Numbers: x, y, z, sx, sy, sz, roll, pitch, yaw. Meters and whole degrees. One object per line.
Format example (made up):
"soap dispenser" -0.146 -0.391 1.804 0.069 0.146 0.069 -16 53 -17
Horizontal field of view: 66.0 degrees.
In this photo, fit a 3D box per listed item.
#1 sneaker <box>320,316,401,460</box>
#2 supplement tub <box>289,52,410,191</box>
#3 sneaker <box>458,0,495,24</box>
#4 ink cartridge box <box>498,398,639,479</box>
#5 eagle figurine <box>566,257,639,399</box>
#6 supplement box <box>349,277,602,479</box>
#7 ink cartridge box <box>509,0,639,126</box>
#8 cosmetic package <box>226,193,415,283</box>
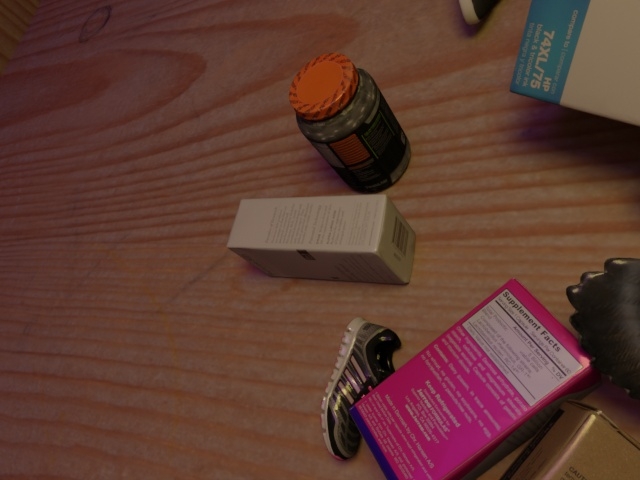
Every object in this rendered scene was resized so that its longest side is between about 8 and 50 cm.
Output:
"sneaker" 0.054 0.175 0.588 0.074 0.063 0.171 -1 61 37
"supplement tub" 0.043 -0.158 0.682 0.116 0.190 0.117 -13 60 24
"sneaker" 0.300 -0.453 0.730 0.146 0.104 0.296 7 66 38
"ink cartridge box" 0.235 0.275 0.371 0.234 0.088 0.193 41 89 17
"eagle figurine" 0.390 0.042 0.376 0.298 0.226 0.226 6 93 51
"supplement box" 0.158 0.160 0.504 0.220 0.111 0.114 -39 52 7
"ink cartridge box" 0.372 -0.218 0.468 0.198 0.197 0.270 -23 40 -36
"cosmetic package" 0.000 0.000 0.676 0.230 0.117 0.086 -1 65 31
